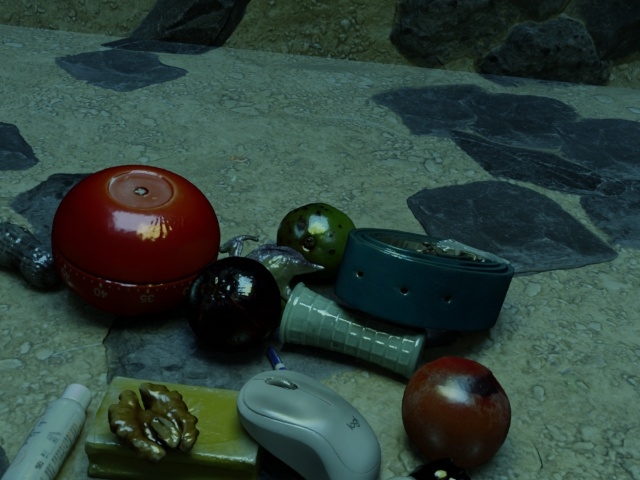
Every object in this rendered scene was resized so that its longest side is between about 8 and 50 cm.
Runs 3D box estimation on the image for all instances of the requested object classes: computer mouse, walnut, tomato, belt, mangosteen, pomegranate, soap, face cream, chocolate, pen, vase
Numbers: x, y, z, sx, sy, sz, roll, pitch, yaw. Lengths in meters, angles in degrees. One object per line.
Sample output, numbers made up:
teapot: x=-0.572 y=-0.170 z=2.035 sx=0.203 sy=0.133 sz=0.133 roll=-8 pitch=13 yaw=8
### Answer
computer mouse: x=-0.010 y=0.336 z=1.522 sx=0.297 sy=0.121 sz=0.184 roll=43 pitch=33 yaw=11
walnut: x=-0.293 y=0.324 z=1.470 sx=0.142 sy=0.069 sz=0.170 roll=-15 pitch=40 yaw=-30
tomato: x=0.260 y=0.320 z=1.604 sx=0.208 sy=0.185 sz=0.208 roll=2 pitch=32 yaw=-1
belt: x=0.233 y=0.081 z=1.891 sx=0.436 sy=0.173 sz=0.300 roll=10 pitch=13 yaw=-39
mangosteen: x=-0.183 y=0.143 z=1.825 sx=0.216 sy=0.216 sz=0.216 roll=4 pitch=33 yaw=-2
pomegranate: x=0.000 y=0.000 z=2.094 sx=0.202 sy=0.202 sz=0.248 roll=14 pitch=3 yaw=14
soap: x=-0.258 y=0.357 z=1.567 sx=0.314 sy=0.091 sz=0.199 roll=6 pitch=34 yaw=3
face cream: x=-0.490 y=0.365 z=1.529 sx=0.081 sy=0.082 sz=0.269 roll=8 pitch=32 yaw=5
chocolate: x=-0.699 y=0.034 z=1.997 sx=0.248 sy=0.110 sz=0.110 roll=27 pitch=39 yaw=30
pen: x=-0.072 y=0.289 z=1.755 sx=0.025 sy=0.025 sz=0.204 roll=-9 pitch=35 yaw=-20
vase: x=0.074 y=0.201 z=1.820 sx=0.298 sy=0.143 sz=0.143 roll=18 pitch=35 yaw=12

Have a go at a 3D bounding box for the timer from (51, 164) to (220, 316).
timer: x=-0.417 y=-0.007 z=1.921 sx=0.377 sy=0.279 sz=0.378 roll=10 pitch=34 yaw=-7

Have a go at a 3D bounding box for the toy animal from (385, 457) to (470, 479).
toy animal: x=0.171 y=0.463 z=1.416 sx=0.179 sy=0.166 sz=0.138 roll=-19 pitch=10 yaw=-15

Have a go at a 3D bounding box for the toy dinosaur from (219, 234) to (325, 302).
toy dinosaur: x=-0.134 y=0.073 z=1.980 sx=0.294 sy=0.077 sz=0.162 roll=19 pitch=70 yaw=20
